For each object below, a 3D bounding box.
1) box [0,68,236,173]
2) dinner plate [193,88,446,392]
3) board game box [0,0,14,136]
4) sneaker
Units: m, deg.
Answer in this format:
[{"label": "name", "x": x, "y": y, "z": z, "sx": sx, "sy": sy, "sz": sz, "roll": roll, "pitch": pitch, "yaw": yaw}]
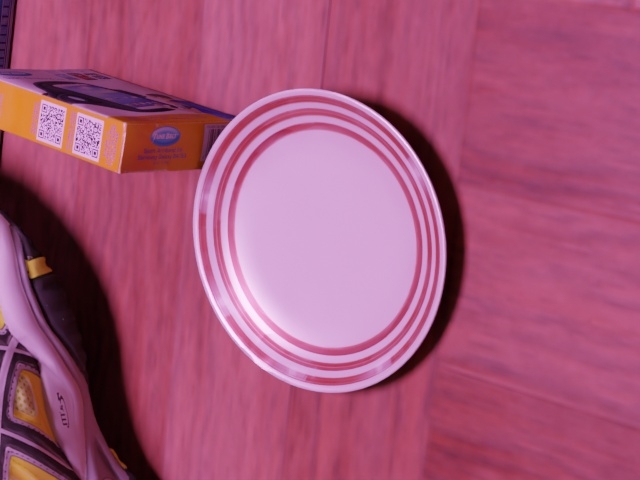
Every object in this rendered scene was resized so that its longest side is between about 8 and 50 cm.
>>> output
[{"label": "box", "x": -0.113, "y": -0.063, "z": 0.821, "sx": 0.136, "sy": 0.081, "sz": 0.028, "roll": 22, "pitch": 109, "yaw": 37}, {"label": "dinner plate", "x": 0.000, "y": 0.000, "z": 0.763, "sx": 0.141, "sy": 0.017, "sz": 0.141, "roll": 6, "pitch": 102, "yaw": 33}, {"label": "board game box", "x": -0.244, "y": -0.119, "z": 0.944, "sx": 0.194, "sy": 0.060, "sz": 0.194, "roll": 1, "pitch": 94, "yaw": 41}, {"label": "sneaker", "x": -0.193, "y": 0.106, "z": 0.834, "sx": 0.145, "sy": 0.147, "sz": 0.384, "roll": -44, "pitch": 76, "yaw": 36}]
